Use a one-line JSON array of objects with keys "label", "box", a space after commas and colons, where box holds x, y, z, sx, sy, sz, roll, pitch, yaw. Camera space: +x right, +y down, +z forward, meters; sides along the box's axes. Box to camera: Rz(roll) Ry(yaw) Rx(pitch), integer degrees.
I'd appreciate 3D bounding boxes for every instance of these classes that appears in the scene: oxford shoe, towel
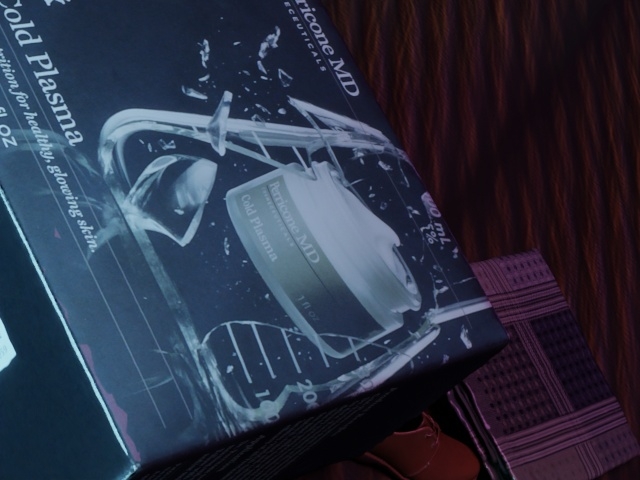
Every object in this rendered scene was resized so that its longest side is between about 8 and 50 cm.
[{"label": "oxford shoe", "box": [0.109, 0.224, 1.795, 0.212, 0.076, 0.076, 23, 43, -34]}, {"label": "towel", "box": [0.241, 0.162, 1.974, 0.324, 0.056, 0.312, -7, 68, -53]}]

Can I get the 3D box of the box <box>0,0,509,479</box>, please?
[{"label": "box", "box": [-0.160, 0.007, 1.541, 0.471, 0.297, 0.480, -14, 69, -45]}]
